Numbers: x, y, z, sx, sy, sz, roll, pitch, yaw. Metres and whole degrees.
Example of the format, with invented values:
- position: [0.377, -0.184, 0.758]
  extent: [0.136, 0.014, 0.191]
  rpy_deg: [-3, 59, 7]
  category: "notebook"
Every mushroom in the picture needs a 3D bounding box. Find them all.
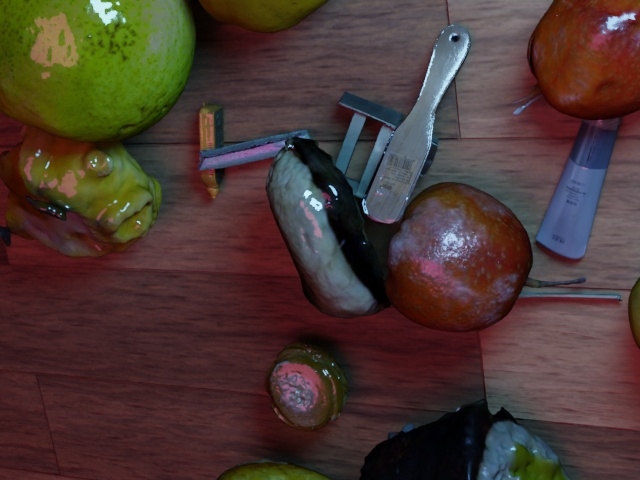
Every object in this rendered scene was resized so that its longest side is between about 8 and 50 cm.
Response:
- position: [-0.001, 0.002, 1.846]
  extent: [0.247, 0.130, 0.344]
  rpy_deg: [46, 163, 40]
  category: "mushroom"

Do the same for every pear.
- position: [-0.369, -0.352, 1.835]
  extent: [0.391, 0.391, 0.391]
  rpy_deg: [10, 115, 23]
  category: "pear"

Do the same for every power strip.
- position: [-0.190, -0.156, 2.009]
  extent: [0.028, 0.049, 0.178]
  rpy_deg: [9, 114, 16]
  category: "power strip"

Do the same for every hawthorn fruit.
- position: [0.383, -0.258, 1.595]
  extent: [0.211, 0.211, 0.299]
  rpy_deg: [52, 132, -1]
  category: "hawthorn fruit"
- position: [0.214, 0.034, 1.766]
  extent: [0.263, 0.235, 0.231]
  rpy_deg: [25, 156, 42]
  category: "hawthorn fruit"

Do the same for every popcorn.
- position: [-0.434, -0.110, 2.040]
  extent: [0.315, 0.281, 0.297]
  rpy_deg: [12, 147, 38]
  category: "popcorn"

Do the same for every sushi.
- position: [0.238, 0.439, 1.907]
  extent: [0.294, 0.281, 0.299]
  rpy_deg: [-26, 105, 38]
  category: "sushi"

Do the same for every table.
- position: [0.092, -0.139, 1.863]
  extent: [0.175, 0.062, 0.146]
  rpy_deg: [22, 120, 2]
  category: "table"

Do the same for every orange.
- position: [-0.092, -0.454, 1.726]
  extent: [0.279, 0.235, 0.279]
  rpy_deg: [6, 107, 19]
  category: "orange"

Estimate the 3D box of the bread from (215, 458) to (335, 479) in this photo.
- position: [-0.063, 0.561, 2.058]
  extent: [0.398, 0.398, 0.215]
  rpy_deg: [25, 106, 16]
  category: "bread"

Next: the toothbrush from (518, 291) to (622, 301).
- position: [0.341, 0.087, 1.858]
  extent: [0.294, 0.026, 0.028]
  rpy_deg: [5, 98, 25]
  category: "toothbrush"

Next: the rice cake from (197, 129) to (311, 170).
- position: [-0.115, -0.154, 1.953]
  extent: [0.207, 0.033, 0.033]
  rpy_deg: [-11, 118, 14]
  category: "rice cake"

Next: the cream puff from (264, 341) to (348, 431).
- position: [-0.023, 0.260, 2.061]
  extent: [0.150, 0.115, 0.165]
  rpy_deg: [10, 105, 16]
  category: "cream puff"

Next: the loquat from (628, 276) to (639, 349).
- position: [0.551, 0.108, 1.660]
  extent: [0.208, 0.208, 0.208]
  rpy_deg: [10, 115, 23]
  category: "loquat"

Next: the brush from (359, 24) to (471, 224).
- position: [0.154, -0.176, 1.772]
  extent: [0.070, 0.065, 0.328]
  rpy_deg: [23, 92, 12]
  category: "brush"

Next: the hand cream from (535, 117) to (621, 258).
- position: [0.398, -0.088, 1.745]
  extent: [0.079, 0.048, 0.255]
  rpy_deg: [25, 124, 22]
  category: "hand cream"
